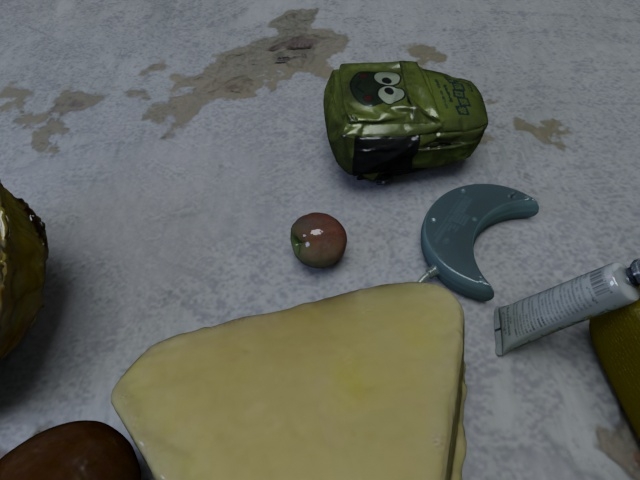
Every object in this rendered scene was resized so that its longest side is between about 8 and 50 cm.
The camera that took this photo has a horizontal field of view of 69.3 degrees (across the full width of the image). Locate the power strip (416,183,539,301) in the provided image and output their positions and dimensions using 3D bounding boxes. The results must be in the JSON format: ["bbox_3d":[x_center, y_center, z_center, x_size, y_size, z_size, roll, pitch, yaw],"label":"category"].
[{"bbox_3d":[0.208,-0.003,0.653,0.137,0.044,0.216,28,61,24],"label":"power strip"}]

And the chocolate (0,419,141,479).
[{"bbox_3d":[-0.247,0.259,0.440,0.177,0.176,0.176,-3,54,3],"label":"chocolate"}]

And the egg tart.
[{"bbox_3d":[-0.454,0.037,0.580,0.352,0.352,0.150,34,20,26],"label":"egg tart"}]

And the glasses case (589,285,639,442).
[{"bbox_3d":[0.402,0.187,0.415,0.141,0.173,0.371,-10,53,2],"label":"glasses case"}]

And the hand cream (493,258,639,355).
[{"bbox_3d":[0.269,0.074,0.517,0.042,0.194,0.067,19,55,-19],"label":"hand cream"}]

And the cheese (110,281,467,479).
[{"bbox_3d":[-0.006,0.200,0.416,0.384,0.104,0.384,-7,32,5],"label":"cheese"}]

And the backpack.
[{"bbox_3d":[0.134,-0.192,0.748,0.253,0.140,0.207,-3,53,-5],"label":"backpack"}]

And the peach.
[{"bbox_3d":[-0.002,-0.001,0.650,0.083,0.083,0.083,-3,54,3],"label":"peach"}]
